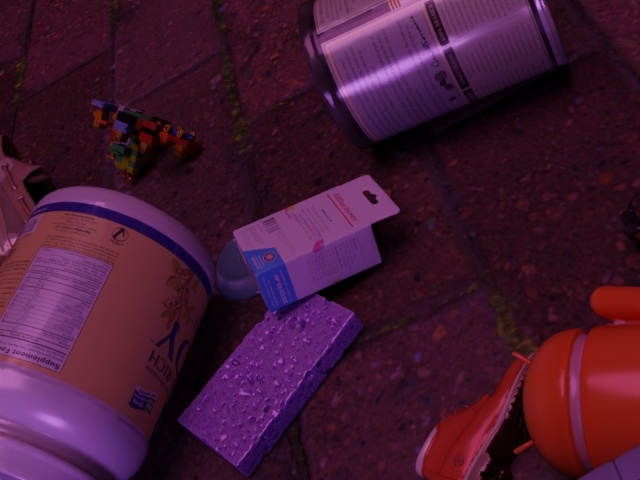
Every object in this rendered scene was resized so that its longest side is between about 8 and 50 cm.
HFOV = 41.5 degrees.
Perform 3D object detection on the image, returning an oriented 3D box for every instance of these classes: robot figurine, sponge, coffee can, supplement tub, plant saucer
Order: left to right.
[{"bbox_3d":[-0.280,0.131,0.965,0.241,0.241,0.331,-5,51,33],"label":"supplement tub"},{"bbox_3d":[-0.092,0.022,1.095,0.119,0.021,0.119,-19,44,20],"label":"plant saucer"},{"bbox_3d":[-0.056,0.150,0.947,0.117,0.031,0.210,24,69,46],"label":"sponge"},{"bbox_3d":[0.139,-0.256,1.046,0.275,0.201,0.202,-21,44,19],"label":"coffee can"},{"bbox_3d":[0.258,0.127,0.671,0.219,0.158,0.128,-7,28,31],"label":"robot figurine"}]

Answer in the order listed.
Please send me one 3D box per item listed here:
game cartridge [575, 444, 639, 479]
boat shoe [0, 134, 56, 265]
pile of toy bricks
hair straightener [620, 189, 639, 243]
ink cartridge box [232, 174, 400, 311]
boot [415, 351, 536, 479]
[{"bbox_3d":[0.302,0.170,0.546,0.297,0.198,0.062,-27,42,14],"label":"game cartridge"},{"bbox_3d":[-0.489,-0.072,1.403,0.110,0.122,0.341,-32,51,1],"label":"boat shoe"},{"bbox_3d":[-0.300,-0.151,1.356,0.212,0.118,0.105,23,101,36],"label":"pile of toy bricks"},{"bbox_3d":[0.362,0.013,0.771,0.089,0.047,0.230,-36,37,2],"label":"hair straightener"},{"bbox_3d":[0.000,0.000,0.996,0.181,0.062,0.104,-24,36,-8],"label":"ink cartridge box"},{"bbox_3d":[0.148,0.163,0.772,0.084,0.059,0.158,16,65,49],"label":"boot"}]
